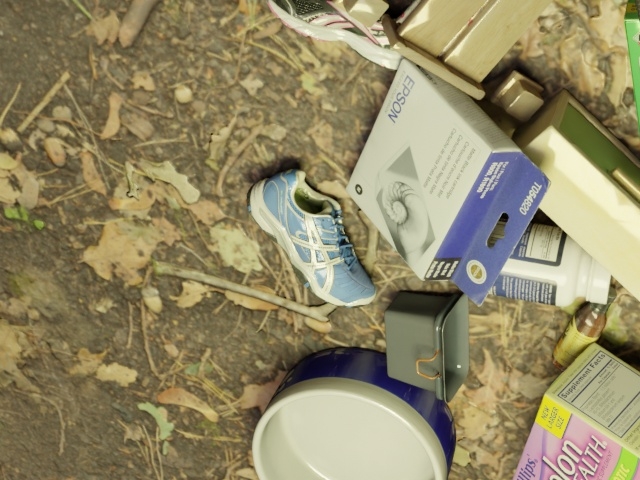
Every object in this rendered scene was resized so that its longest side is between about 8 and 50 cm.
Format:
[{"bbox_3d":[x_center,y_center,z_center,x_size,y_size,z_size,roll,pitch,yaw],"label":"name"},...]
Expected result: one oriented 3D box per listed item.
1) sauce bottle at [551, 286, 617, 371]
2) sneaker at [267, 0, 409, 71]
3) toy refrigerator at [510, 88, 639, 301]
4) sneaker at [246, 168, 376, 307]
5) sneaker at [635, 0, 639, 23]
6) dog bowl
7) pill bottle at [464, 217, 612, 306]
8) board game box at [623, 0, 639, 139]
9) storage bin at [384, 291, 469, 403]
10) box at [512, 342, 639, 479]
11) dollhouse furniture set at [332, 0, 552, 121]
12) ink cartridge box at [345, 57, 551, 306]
[{"bbox_3d":[0.328,0.108,1.759,0.042,0.042,0.128,26,123,3],"label":"sauce bottle"},{"bbox_3d":[0.031,-0.266,1.621,0.178,0.072,0.077,21,118,-6],"label":"sneaker"},{"bbox_3d":[0.340,-0.041,1.624,0.269,0.102,0.094,43,125,-9],"label":"toy refrigerator"},{"bbox_3d":[0.000,0.000,1.782,0.081,0.080,0.211,-33,107,36],"label":"sneaker"},{"bbox_3d":[0.322,-0.322,1.443,0.106,0.078,0.234,2,96,34],"label":"sneaker"},{"bbox_3d":[0.048,0.279,1.926,0.265,0.104,0.265,9,124,14],"label":"dog bowl"},{"bbox_3d":[0.263,0.028,1.698,0.169,0.094,0.094,10,124,13],"label":"pill bottle"},{"bbox_3d":[0.492,-0.166,1.497,0.317,0.046,0.213,0,131,21],"label":"board game box"},{"bbox_3d":[0.131,0.133,1.818,0.091,0.098,0.135,11,124,25],"label":"storage bin"},{"bbox_3d":[0.378,0.287,1.740,0.243,0.117,0.213,35,140,23],"label":"box"},{"bbox_3d":[0.175,-0.347,1.529,0.355,0.174,0.303,26,118,-34],"label":"dollhouse furniture set"},{"bbox_3d":[0.139,-0.063,1.635,0.224,0.045,0.223,48,138,25],"label":"ink cartridge box"}]
